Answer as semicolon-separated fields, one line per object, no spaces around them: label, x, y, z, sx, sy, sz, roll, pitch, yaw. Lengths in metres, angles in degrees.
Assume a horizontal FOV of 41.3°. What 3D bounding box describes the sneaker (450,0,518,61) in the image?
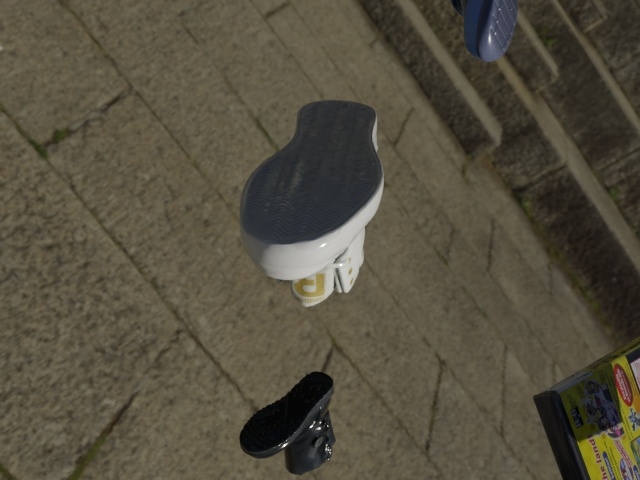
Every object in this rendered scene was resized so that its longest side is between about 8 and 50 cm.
sneaker;0.093;-0.176;0.544;0.053;0.059;0.144;45;43;-61

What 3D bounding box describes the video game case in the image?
video game case;0.382;0.270;1.007;0.248;0.035;0.275;-17;86;-38

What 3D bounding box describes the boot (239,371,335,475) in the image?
boot;-0.056;0.405;1.706;0.246;0.094;0.207;-37;138;-39

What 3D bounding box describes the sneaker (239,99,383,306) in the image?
sneaker;0.000;0.000;0.740;0.292;0.108;0.169;-66;162;-62
